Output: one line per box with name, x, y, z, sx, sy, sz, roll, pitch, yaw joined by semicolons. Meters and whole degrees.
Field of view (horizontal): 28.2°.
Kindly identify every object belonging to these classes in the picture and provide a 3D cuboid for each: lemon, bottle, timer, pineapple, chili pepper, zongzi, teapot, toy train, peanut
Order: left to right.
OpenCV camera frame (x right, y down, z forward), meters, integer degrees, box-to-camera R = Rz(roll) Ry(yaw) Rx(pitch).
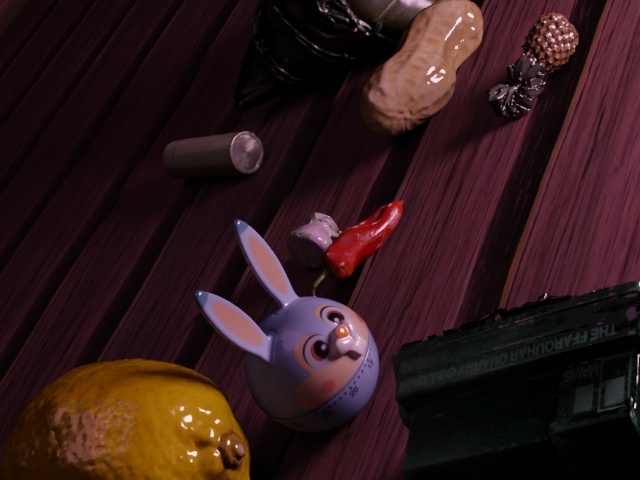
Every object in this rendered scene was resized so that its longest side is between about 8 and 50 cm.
lemon;-0.218;0.267;1.450;0.322;0.268;0.268;0;47;32
bottle;-0.185;-0.143;2.165;0.201;0.072;0.072;-1;47;49
timer;-0.021;0.111;1.455;0.175;0.255;0.175;-9;44;9
teapot;0.000;0.000;1.771;0.083;0.064;0.064;12;42;16
zongzi;0.018;-0.428;2.179;0.383;0.319;0.362;-37;25;47
chili pepper;0.049;0.004;1.706;0.191;0.050;0.059;-44;12;-23
peanut;0.157;-0.263;1.886;0.125;0.111;0.274;3;51;46
pineapple;0.288;-0.235;1.741;0.159;0.074;0.074;-53;31;-13
toy train;0.209;0.159;1.223;0.330;0.138;0.178;-20;39;34
